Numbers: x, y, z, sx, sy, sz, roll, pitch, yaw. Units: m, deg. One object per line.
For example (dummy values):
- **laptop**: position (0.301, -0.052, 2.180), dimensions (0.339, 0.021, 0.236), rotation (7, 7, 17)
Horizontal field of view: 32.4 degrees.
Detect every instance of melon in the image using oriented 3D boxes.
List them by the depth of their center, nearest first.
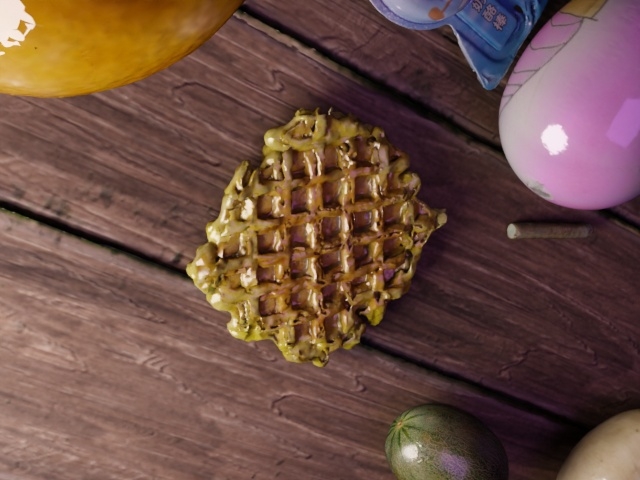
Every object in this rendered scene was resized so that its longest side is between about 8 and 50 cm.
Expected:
- **melon**: position (0.143, 0.246, 1.221), dimensions (0.167, 0.114, 0.114), rotation (37, 88, -31)

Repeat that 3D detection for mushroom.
- **mushroom**: position (0.404, 0.326, 1.340), dimensions (0.246, 0.202, 0.246), rotation (-5, 108, -15)

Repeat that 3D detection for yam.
- **yam**: position (0.262, -0.012, 1.249), dimensions (0.116, 0.021, 0.021), rotation (-1, 108, -27)

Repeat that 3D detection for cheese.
- **cheese**: position (0.122, -0.256, 1.070), dimensions (0.244, 0.052, 0.135), rotation (33, 90, -32)

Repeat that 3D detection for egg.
- **egg**: position (0.296, -0.159, 1.117), dimensions (0.196, 0.196, 0.271), rotation (25, 90, -32)

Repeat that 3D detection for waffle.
- **waffle**: position (-0.001, -0.001, 1.096), dimensions (0.245, 0.052, 0.254), rotation (35, 90, -34)

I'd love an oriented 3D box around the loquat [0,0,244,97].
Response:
- **loquat**: position (-0.184, -0.259, 0.761), dimensions (0.328, 0.328, 0.329), rotation (-9, 111, -25)
